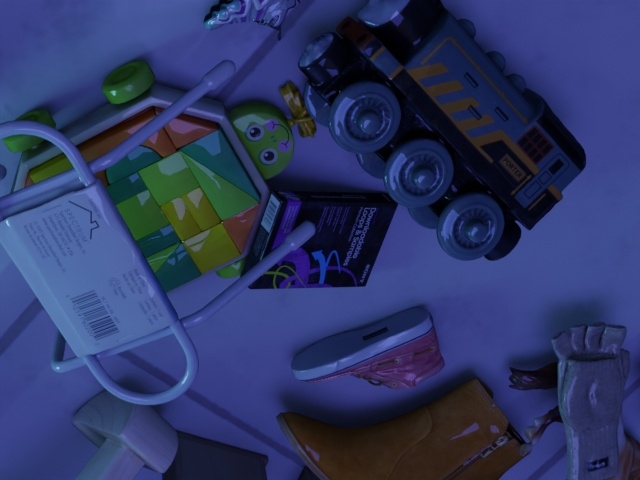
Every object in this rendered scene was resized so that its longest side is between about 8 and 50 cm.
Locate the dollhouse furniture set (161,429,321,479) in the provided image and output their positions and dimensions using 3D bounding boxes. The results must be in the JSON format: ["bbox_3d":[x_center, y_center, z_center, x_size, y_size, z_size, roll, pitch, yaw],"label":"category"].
[{"bbox_3d":[-0.132,0.432,1.722,0.286,0.198,0.303,19,116,-18],"label":"dollhouse furniture set"}]

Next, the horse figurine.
[{"bbox_3d":[0.329,0.247,1.743,0.174,0.066,0.263,-36,113,-25],"label":"horse figurine"}]

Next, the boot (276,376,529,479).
[{"bbox_3d":[0.108,0.233,1.711,0.211,0.104,0.295,-44,122,10],"label":"boot"}]

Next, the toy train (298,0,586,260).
[{"bbox_3d":[0.129,-0.125,1.485,0.190,0.142,0.334,-45,115,3],"label":"toy train"}]

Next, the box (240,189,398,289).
[{"bbox_3d":[0.000,0.000,1.557,0.162,0.029,0.116,-1,124,-37],"label":"box"}]

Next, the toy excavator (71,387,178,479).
[{"bbox_3d":[-0.391,0.399,1.627,0.445,0.433,0.222,-19,125,35],"label":"toy excavator"}]

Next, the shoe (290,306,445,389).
[{"bbox_3d":[0.059,0.148,1.664,0.178,0.063,0.081,-21,116,-1],"label":"shoe"}]

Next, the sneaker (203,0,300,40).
[{"bbox_3d":[-0.066,-0.229,1.441,0.098,0.038,0.069,-32,119,11],"label":"sneaker"}]

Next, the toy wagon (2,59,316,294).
[{"bbox_3d":[-0.164,-0.062,1.505,0.344,0.068,0.267,-26,121,6],"label":"toy wagon"}]

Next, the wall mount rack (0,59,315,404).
[{"bbox_3d":[-0.184,-0.014,1.416,0.304,0.130,0.350,-21,119,11],"label":"wall mount rack"}]

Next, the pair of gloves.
[{"bbox_3d":[0.386,0.174,1.704,0.240,0.042,0.204,-16,111,-22],"label":"pair of gloves"}]
